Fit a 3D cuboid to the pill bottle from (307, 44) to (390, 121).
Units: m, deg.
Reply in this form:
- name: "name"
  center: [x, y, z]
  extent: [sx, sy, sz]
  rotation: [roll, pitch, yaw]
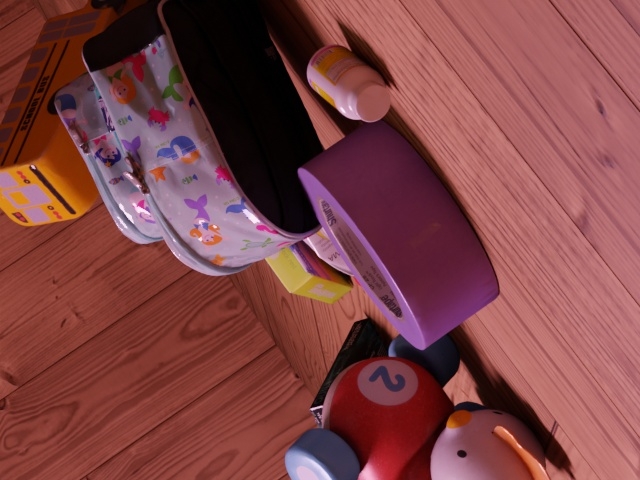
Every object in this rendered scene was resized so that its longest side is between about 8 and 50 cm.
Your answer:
- name: "pill bottle"
  center: [0.024, -0.122, 1.429]
  extent: [0.043, 0.043, 0.083]
  rotation: [61, 172, -35]

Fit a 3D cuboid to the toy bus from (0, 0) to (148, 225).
- name: "toy bus"
  center: [-0.297, -0.181, 2.230]
  extent: [0.108, 0.130, 0.333]
  rotation: [51, -139, -39]

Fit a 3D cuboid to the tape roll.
- name: "tape roll"
  center: [0.065, -0.006, 1.544]
  extent: [0.189, 0.080, 0.189]
  rotation: [54, 172, 11]

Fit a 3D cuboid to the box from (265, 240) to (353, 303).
- name: "box"
  center: [-0.029, 0.020, 2.234]
  extent: [0.109, 0.042, 0.178]
  rotation: [53, -169, 18]

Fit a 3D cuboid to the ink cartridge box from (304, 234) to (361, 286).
- name: "ink cartridge box"
  center: [0.000, 0.000, 2.105]
  extent: [0.232, 0.066, 0.189]
  rotation: [63, 171, -25]

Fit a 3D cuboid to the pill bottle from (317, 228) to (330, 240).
- name: "pill bottle"
  center: [0.026, -0.028, 1.757]
  extent: [0.065, 0.065, 0.116]
  rotation: [57, 172, -9]

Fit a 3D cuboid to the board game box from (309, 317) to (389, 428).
- name: "board game box"
  center: [0.054, 0.202, 2.300]
  extent: [0.126, 0.026, 0.186]
  rotation: [59, -146, -21]

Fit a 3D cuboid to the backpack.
- name: "backpack"
  center: [-0.104, -0.094, 1.654]
  extent: [0.254, 0.191, 0.225]
  rotation: [58, -155, -4]

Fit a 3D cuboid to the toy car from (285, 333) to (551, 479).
- name: "toy car"
  center: [0.134, 0.206, 1.791]
  extent: [0.238, 0.219, 0.210]
  rotation: [-10, 117, 50]
